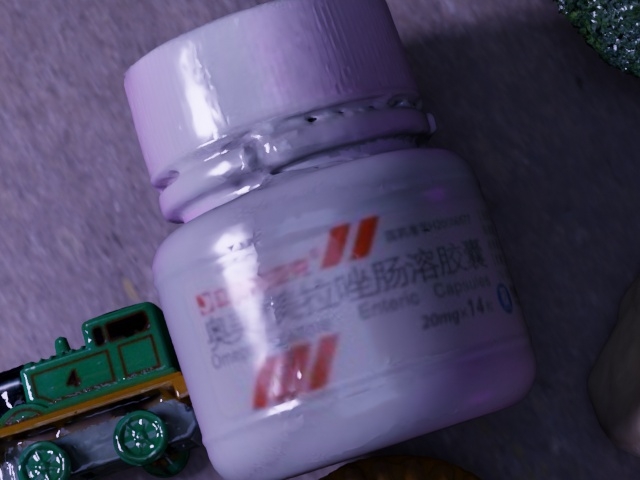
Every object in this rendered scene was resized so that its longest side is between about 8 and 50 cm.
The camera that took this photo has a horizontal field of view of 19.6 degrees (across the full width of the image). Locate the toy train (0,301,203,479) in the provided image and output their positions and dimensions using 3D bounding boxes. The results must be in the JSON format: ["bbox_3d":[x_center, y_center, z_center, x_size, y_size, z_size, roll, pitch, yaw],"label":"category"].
[{"bbox_3d":[-0.179,0.130,1.465,0.227,0.091,0.136,-16,73,5],"label":"toy train"}]

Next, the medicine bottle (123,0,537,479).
[{"bbox_3d":[0.000,0.000,1.372,0.256,0.256,0.325,-17,84,4],"label":"medicine bottle"}]

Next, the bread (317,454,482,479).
[{"bbox_3d":[0.058,0.279,1.393,0.240,0.139,0.240,0,91,-3],"label":"bread"}]

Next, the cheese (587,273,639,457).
[{"bbox_3d":[0.342,0.109,1.343,0.251,0.248,0.174,21,89,1],"label":"cheese"}]

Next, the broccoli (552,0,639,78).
[{"bbox_3d":[0.290,-0.253,1.380,0.308,0.308,0.275,36,65,7],"label":"broccoli"}]
